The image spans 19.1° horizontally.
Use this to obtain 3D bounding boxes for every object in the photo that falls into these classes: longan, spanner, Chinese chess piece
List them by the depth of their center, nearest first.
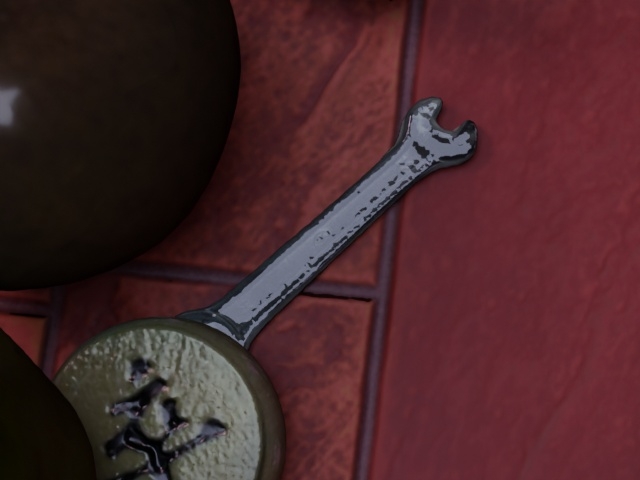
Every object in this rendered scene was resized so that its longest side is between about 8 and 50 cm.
[{"bbox_3d":[-0.210,-0.114,1.381,0.319,0.319,0.318,-1,79,5],"label":"longan"},{"bbox_3d":[-0.120,0.151,1.423,0.188,0.083,0.188,-1,86,10],"label":"Chinese chess piece"},{"bbox_3d":[0.000,0.000,1.480,0.302,0.017,0.071,-44,78,-3],"label":"spanner"}]

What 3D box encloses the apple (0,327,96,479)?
[{"bbox_3d":[-0.377,0.199,1.262,0.474,0.473,0.473,-1,79,5],"label":"apple"}]
